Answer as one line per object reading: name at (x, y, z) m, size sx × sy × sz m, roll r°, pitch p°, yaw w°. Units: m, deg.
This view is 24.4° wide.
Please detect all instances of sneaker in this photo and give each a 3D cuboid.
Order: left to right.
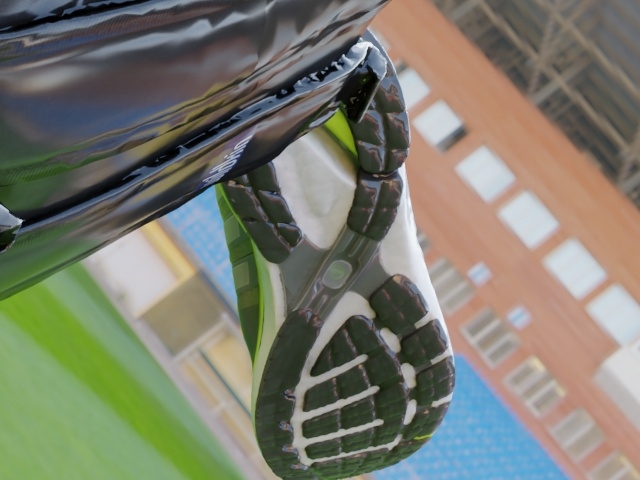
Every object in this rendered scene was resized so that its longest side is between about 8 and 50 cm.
sneaker at (0.000, 0.000, 0.761) m, size 0.121 × 0.111 × 0.299 m, roll -111°, pitch -167°, yaw -55°

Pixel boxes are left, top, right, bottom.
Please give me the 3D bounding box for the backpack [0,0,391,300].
backpack at (-0.096, -0.084, 0.425) m, size 0.191 × 0.253 × 0.225 m, roll 42°, pitch -43°, yaw 7°
